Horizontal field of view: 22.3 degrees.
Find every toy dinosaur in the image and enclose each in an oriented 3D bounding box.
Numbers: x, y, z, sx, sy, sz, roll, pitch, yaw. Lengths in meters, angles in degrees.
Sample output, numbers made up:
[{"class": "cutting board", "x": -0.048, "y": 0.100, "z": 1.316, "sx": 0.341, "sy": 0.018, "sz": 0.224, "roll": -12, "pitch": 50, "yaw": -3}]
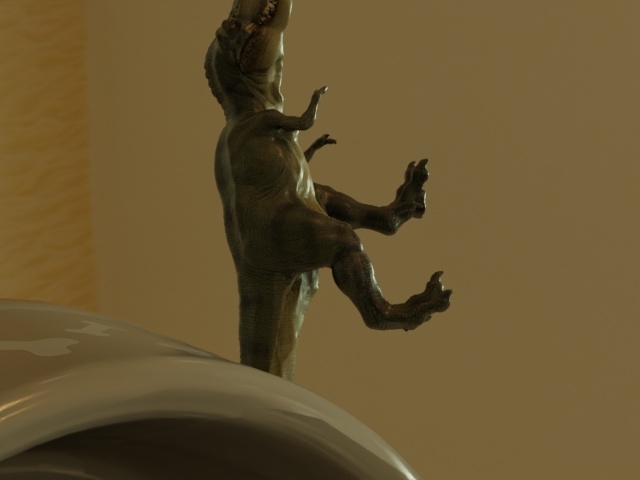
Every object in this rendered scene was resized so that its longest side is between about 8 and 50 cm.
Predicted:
[{"class": "toy dinosaur", "x": 0.000, "y": 0.000, "z": 0.817, "sx": 0.118, "sy": 0.064, "sz": 0.268, "roll": 3, "pitch": -112, "yaw": -12}]

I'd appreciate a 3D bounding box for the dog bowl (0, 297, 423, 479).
[{"class": "dog bowl", "x": -0.072, "y": 0.187, "z": 0.473, "sx": 0.102, "sy": 0.349, "sz": 0.348, "roll": -7, "pitch": -80, "yaw": 48}]
